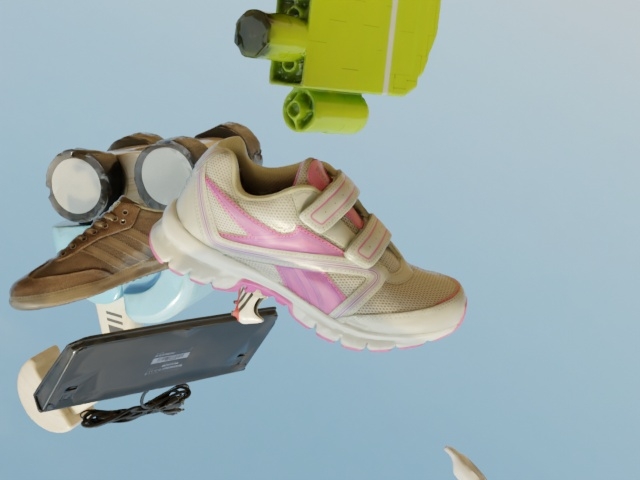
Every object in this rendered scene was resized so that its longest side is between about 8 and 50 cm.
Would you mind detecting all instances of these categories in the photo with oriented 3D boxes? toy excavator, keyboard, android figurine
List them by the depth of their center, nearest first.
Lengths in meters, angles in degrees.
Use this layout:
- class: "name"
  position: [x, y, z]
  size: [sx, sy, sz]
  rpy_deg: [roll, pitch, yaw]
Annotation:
- class: "android figurine"
  position: [0.028, -0.221, 1.061]
  size: [0.056, 0.248, 0.273]
  rpy_deg: [12, -168, 36]
- class: "keyboard"
  position: [-0.205, 0.159, 1.397]
  size: [0.317, 0.201, 0.033]
  rpy_deg: [-5, -131, -46]
- class: "toy excavator"
  position: [-0.286, 0.068, 1.728]
  size: [0.433, 0.445, 0.222]
  rpy_deg: [-4, -170, 20]

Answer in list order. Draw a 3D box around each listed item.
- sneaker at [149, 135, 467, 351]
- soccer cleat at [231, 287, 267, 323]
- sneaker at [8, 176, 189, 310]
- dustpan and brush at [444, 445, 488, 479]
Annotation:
- class: "sneaker"
  position: [0.000, 0.000, 0.881]
  size: [0.252, 0.111, 0.103]
  rpy_deg: [20, -156, -3]
- class: "soccer cleat"
  position: [-0.069, 0.045, 1.180]
  size: [0.036, 0.083, 0.029]
  rpy_deg: [7, 178, 14]
- class: "sneaker"
  position: [-0.173, 0.002, 0.956]
  size: [0.188, 0.071, 0.066]
  rpy_deg: [-19, -175, -21]
- class: "dustpan and brush"
  position: [0.183, 0.283, 1.092]
  size: [0.211, 0.060, 0.147]
  rpy_deg: [39, 179, 21]
